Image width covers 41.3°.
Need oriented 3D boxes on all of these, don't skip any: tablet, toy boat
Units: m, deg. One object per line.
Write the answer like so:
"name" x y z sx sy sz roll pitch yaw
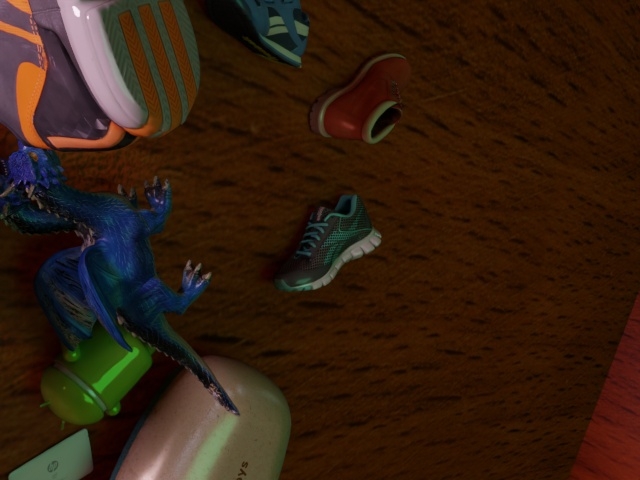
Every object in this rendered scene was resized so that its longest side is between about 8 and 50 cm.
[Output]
"tablet" -0.248 0.215 0.786 0.083 0.006 0.054 -29 130 -43
"toy boat" -0.107 0.273 0.911 0.318 0.148 0.267 41 69 -46

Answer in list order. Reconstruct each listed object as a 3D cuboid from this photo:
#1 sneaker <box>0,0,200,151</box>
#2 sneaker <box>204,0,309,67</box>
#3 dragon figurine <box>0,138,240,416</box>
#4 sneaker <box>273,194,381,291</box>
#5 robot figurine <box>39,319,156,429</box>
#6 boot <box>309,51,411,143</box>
"sneaker" -0.200 -0.201 0.496 0.124 0.180 0.321 -36 118 -58
"sneaker" -0.055 -0.209 0.779 0.144 0.053 0.059 24 89 -64
"dragon figurine" -0.169 0.039 0.680 0.144 0.085 0.289 -35 113 -48
"sneaker" 0.000 0.000 0.971 0.166 0.065 0.076 -36 118 -42
"robot figurine" -0.195 0.113 0.747 0.115 0.067 0.101 -49 145 -25
"boot" 0.069 -0.156 0.946 0.158 0.085 0.059 -44 137 -33
